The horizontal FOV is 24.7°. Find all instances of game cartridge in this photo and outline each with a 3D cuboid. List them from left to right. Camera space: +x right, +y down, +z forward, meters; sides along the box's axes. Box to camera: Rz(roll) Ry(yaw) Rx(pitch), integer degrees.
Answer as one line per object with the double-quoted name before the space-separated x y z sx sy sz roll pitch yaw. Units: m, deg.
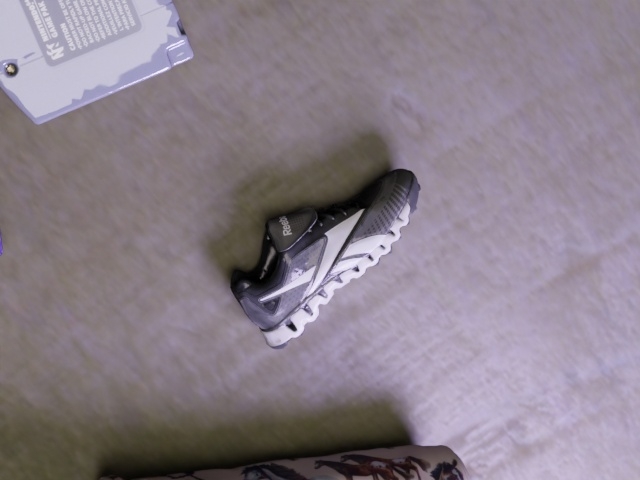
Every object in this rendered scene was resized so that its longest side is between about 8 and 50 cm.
"game cartridge" -0.262 -0.270 1.366 0.198 0.062 0.297 -22 111 -4

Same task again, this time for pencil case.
"pencil case" -0.026 0.309 1.536 0.410 0.183 0.159 -3 106 -15

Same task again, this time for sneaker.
"sneaker" 0.000 0.000 1.505 0.234 0.078 0.106 -45 115 3

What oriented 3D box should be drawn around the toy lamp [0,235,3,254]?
"toy lamp" -0.443 0.008 1.388 0.275 0.080 0.080 -6 108 -12
